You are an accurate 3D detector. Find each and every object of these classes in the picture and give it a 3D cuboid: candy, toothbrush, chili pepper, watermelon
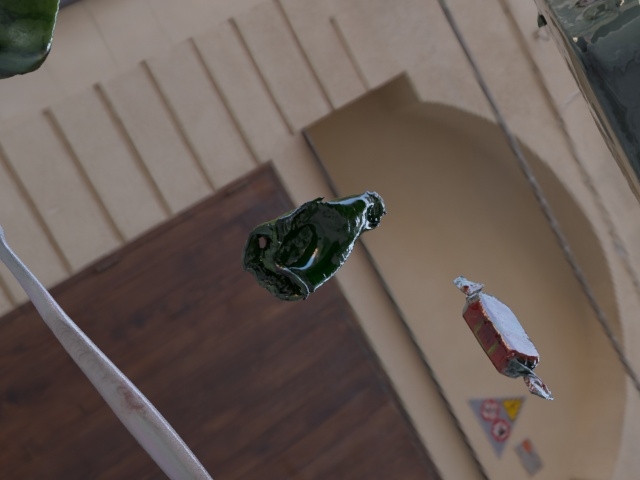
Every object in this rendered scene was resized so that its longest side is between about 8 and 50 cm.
[{"bbox_3d":[0.305,0.162,1.755,0.059,0.086,0.292,-57,-142,26],"label":"candy"},{"bbox_3d":[-0.168,0.076,0.724,0.307,0.025,0.029,49,9,4],"label":"toothbrush"},{"bbox_3d":[0.001,0.000,1.324,0.108,0.216,0.062,64,-26,-4],"label":"chili pepper"},{"bbox_3d":[-0.498,-0.378,1.421,0.331,0.189,0.330,2,-87,41],"label":"watermelon"}]

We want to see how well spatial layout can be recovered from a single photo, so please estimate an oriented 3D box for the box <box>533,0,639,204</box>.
[{"bbox_3d":[0.359,-0.153,1.166,0.396,0.111,0.396,53,17,-28],"label":"box"}]
